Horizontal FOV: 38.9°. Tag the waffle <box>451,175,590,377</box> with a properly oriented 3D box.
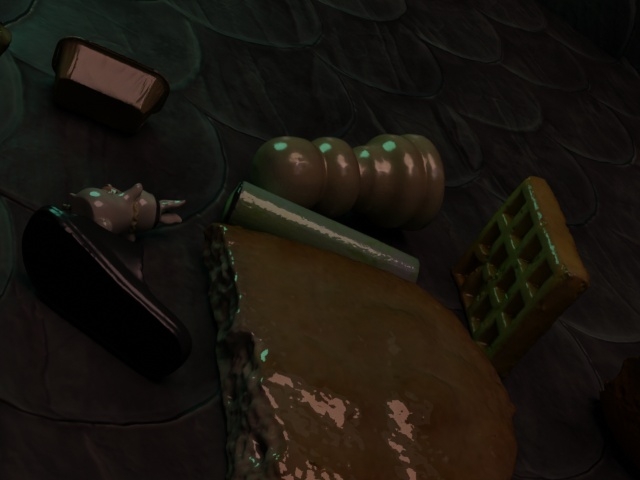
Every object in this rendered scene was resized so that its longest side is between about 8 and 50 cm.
[{"bbox_3d":[0.298,0.051,1.385,0.055,0.221,0.248,18,36,-20],"label":"waffle"}]

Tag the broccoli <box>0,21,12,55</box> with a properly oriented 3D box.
[{"bbox_3d":[-0.466,-0.197,1.114,0.118,0.204,0.122,61,9,30],"label":"broccoli"}]

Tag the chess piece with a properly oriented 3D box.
[{"bbox_3d":[0.033,-0.095,1.438,0.300,0.167,0.167,-1,46,-30],"label":"chess piece"}]

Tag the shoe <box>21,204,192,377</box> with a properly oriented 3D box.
[{"bbox_3d":[-0.239,0.053,1.061,0.241,0.108,0.093,42,33,2],"label":"shoe"}]

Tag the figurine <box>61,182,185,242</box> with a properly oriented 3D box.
[{"bbox_3d":[-0.259,-0.050,1.188,0.098,0.081,0.146,46,37,20],"label":"figurine"}]

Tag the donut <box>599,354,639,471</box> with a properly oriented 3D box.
[{"bbox_3d":[0.640,0.305,1.403,0.435,0.163,0.377,-3,49,-44],"label":"donut"}]

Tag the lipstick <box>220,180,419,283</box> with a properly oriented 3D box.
[{"bbox_3d":[0.000,0.000,1.342,0.304,0.076,0.076,22,35,-14],"label":"lipstick"}]

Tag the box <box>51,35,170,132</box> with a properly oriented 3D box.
[{"bbox_3d":[-0.318,-0.234,1.357,0.177,0.111,0.111,23,35,-14],"label":"box"}]

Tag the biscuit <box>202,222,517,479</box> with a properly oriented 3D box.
[{"bbox_3d":[0.061,0.178,1.141,0.446,0.104,0.429,18,36,-20],"label":"biscuit"}]
